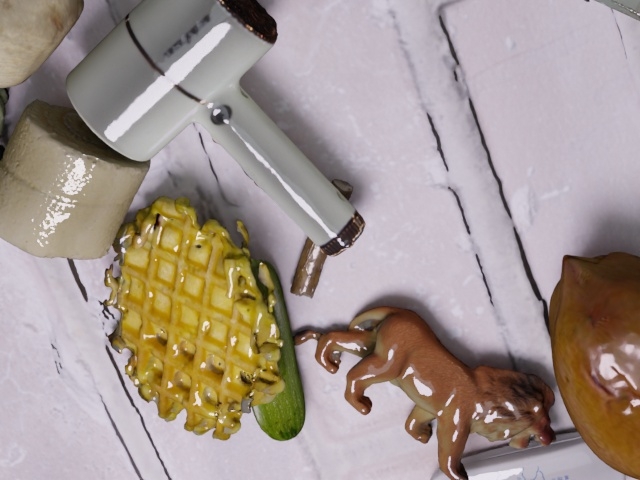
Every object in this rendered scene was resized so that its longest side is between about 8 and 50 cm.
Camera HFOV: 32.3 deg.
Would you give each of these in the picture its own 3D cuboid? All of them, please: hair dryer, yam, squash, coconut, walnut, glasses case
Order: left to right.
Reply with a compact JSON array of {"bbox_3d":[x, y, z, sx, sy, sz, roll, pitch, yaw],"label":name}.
[{"bbox_3d":[-0.354,-0.267,1.112,0.224,0.224,0.224,2,110,5],"label":"coconut"},{"bbox_3d":[-0.076,-0.107,1.176,0.203,0.128,0.362,-40,102,17],"label":"hair dryer"},{"bbox_3d":[-0.065,0.128,1.291,0.069,0.069,0.238,-8,109,9],"label":"squash"},{"bbox_3d":[0.000,0.000,1.258,0.032,0.032,0.145,21,109,-2],"label":"yam"},{"bbox_3d":[0.245,0.290,1.319,0.233,0.059,0.092,-14,110,12],"label":"glasses case"},{"bbox_3d":[0.343,0.132,1.182,0.203,0.203,0.298,-35,108,16],"label":"walnut"}]

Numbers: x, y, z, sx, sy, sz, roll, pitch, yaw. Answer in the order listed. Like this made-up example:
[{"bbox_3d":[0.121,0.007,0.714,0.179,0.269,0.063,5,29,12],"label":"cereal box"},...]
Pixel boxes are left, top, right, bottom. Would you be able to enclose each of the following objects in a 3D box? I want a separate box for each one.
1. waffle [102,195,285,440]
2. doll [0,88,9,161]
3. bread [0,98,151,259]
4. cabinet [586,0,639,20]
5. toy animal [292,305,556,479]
[{"bbox_3d":[-0.153,0.095,1.254,0.262,0.060,0.280,-31,88,37],"label":"waffle"},{"bbox_3d":[-0.456,-0.134,1.190,0.234,0.135,0.143,-3,119,-31],"label":"doll"},{"bbox_3d":[-0.277,-0.059,1.205,0.148,0.134,0.141,16,116,-34],"label":"bread"},{"bbox_3d":[0.258,-0.313,1.058,0.206,0.145,0.150,24,110,-3],"label":"cabinet"},{"bbox_3d":[0.133,0.162,1.279,0.312,0.097,0.157,38,99,-6],"label":"toy animal"}]
